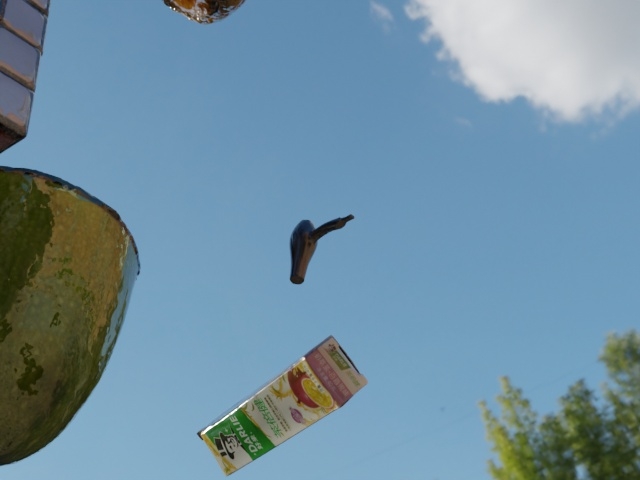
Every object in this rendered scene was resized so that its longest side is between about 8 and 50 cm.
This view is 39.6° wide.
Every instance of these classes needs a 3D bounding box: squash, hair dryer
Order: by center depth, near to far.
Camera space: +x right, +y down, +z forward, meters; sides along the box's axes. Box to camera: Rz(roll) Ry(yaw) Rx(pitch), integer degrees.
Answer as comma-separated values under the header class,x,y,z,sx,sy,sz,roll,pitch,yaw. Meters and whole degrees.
class,x,y,z,sx,sy,sz,roll,pitch,yaw
hair dryer,0.000,0.000,0.916,0.083,0.079,0.031,-31,-53,34
squash,-0.397,0.118,1.101,0.311,0.308,0.310,-1,-44,-1

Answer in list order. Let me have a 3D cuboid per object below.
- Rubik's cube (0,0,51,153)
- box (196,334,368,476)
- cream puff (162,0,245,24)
class,x,y,z,sx,sy,sz,roll,pitch,yaw
Rubik's cube,-0.633,-0.286,1.276,0.345,0.337,0.344,-21,-36,29
box,-0.038,0.145,0.757,0.041,0.050,0.207,-32,-7,-43
cream puff,-0.097,-0.330,0.893,0.169,0.183,0.183,-38,-31,-20
